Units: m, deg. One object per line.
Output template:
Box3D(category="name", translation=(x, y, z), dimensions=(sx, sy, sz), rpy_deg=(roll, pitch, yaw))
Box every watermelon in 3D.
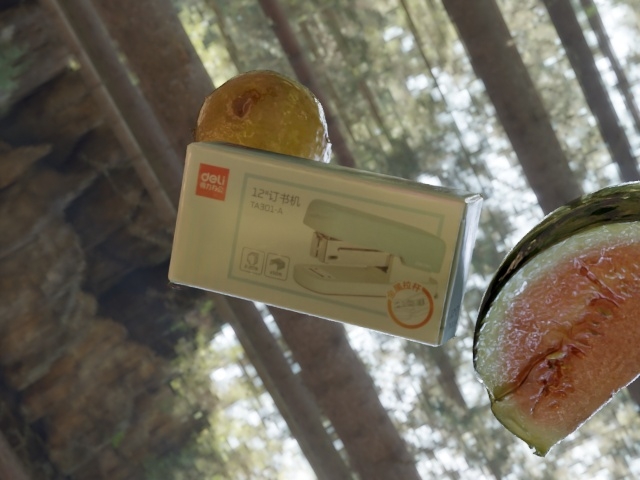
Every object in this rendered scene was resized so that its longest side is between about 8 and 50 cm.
Box3D(category="watermelon", translation=(0.212, 0.043, 1.020), dimensions=(0.128, 0.159, 0.303), rpy_deg=(5, 134, -39))

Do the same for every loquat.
Box3D(category="loquat", translation=(-0.087, -0.147, 1.697), dimensions=(0.208, 0.208, 0.208), rpy_deg=(-25, -163, 9))

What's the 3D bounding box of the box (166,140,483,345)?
Box3D(category="box", translation=(0.000, 0.000, 1.040), dimensions=(0.269, 0.135, 0.079), rpy_deg=(13, -171, 17))
